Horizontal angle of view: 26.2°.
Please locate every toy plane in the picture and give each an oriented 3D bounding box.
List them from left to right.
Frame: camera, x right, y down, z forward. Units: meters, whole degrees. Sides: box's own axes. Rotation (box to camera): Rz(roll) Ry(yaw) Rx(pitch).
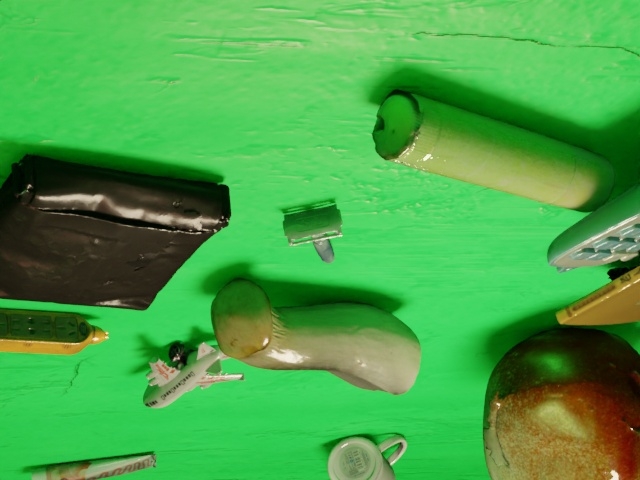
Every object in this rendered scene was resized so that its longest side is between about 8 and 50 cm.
[{"bbox_3d":[-0.188,0.182,1.887,0.171,0.065,0.162,-27,150,37],"label":"toy plane"}]

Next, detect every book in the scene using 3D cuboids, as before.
[{"bbox_3d":[0.510,0.013,1.706,0.269,0.032,0.389,0,154,-46],"label":"book"}]

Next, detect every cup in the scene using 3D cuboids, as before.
[{"bbox_3d":[0.079,0.388,2.387,0.099,0.136,0.133,19,162,22],"label":"cup"}]

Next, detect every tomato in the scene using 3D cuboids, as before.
[{"bbox_3d":[0.360,0.270,1.994,0.239,0.303,0.303,1,157,15],"label":"tomato"}]

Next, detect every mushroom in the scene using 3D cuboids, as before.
[{"bbox_3d":[-0.011,0.135,1.785,0.329,0.122,0.159,18,135,-42],"label":"mushroom"}]

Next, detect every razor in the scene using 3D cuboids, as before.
[{"bbox_3d":[0.000,0.000,1.616,0.068,0.040,0.135,-10,161,5],"label":"razor"}]

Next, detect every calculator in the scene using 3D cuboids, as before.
[{"bbox_3d":[0.426,-0.052,1.538,0.386,0.054,0.256,-32,163,28],"label":"calculator"}]

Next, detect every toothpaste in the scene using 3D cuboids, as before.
[{"bbox_3d":[-0.374,0.380,2.273,0.205,0.036,0.056,-8,153,-12],"label":"toothpaste"}]

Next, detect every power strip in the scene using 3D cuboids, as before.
[{"bbox_3d":[-0.348,0.114,1.713,0.178,0.049,0.028,6,146,-27],"label":"power strip"}]

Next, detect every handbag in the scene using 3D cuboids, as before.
[{"bbox_3d":[-0.244,0.000,1.477,0.247,0.080,0.223,7,150,-31],"label":"handbag"}]

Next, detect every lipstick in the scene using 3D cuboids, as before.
[{"bbox_3d":[0.184,-0.089,1.439,0.304,0.076,0.076,12,147,-38],"label":"lipstick"}]

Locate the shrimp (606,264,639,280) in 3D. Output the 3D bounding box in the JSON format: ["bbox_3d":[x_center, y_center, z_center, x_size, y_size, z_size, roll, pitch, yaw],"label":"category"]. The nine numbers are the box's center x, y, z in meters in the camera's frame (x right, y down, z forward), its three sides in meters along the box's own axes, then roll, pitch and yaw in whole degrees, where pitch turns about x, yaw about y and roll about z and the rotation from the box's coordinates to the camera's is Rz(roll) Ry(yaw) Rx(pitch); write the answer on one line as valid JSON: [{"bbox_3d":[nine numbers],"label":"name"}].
[{"bbox_3d":[0.467,0.045,1.851,0.161,0.034,0.091,-11,155,1],"label":"shrimp"}]
